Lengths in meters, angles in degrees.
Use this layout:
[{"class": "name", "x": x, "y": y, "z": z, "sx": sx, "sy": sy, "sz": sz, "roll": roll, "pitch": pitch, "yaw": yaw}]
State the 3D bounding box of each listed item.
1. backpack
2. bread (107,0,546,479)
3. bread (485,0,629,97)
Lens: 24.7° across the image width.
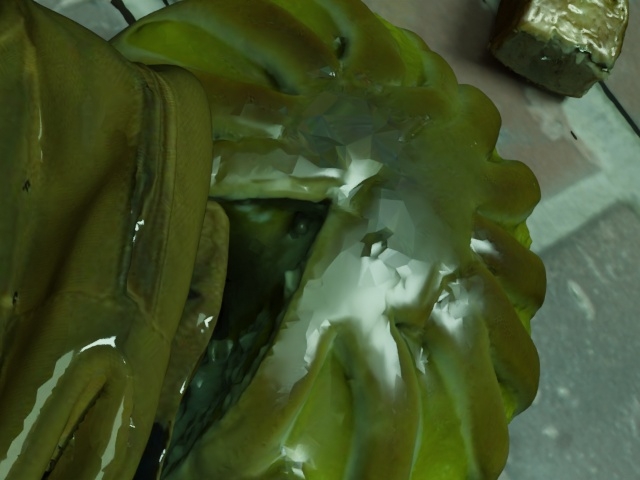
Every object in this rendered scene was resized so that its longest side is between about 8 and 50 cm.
[{"class": "backpack", "x": -0.194, "y": 0.063, "z": 0.616, "sx": 0.201, "sy": 0.353, "sz": 0.378, "roll": 38, "pitch": 51, "yaw": -32}, {"class": "bread", "x": 0.000, "y": 0.000, "z": 0.817, "sx": 0.333, "sy": 0.160, "sz": 0.333, "roll": 9, "pitch": 64, "yaw": -20}, {"class": "bread", "x": 0.162, "y": -0.145, "z": 1.001, "sx": 0.083, "sy": 0.076, "sz": 0.070, "roll": 25, "pitch": 72, "yaw": -10}]
